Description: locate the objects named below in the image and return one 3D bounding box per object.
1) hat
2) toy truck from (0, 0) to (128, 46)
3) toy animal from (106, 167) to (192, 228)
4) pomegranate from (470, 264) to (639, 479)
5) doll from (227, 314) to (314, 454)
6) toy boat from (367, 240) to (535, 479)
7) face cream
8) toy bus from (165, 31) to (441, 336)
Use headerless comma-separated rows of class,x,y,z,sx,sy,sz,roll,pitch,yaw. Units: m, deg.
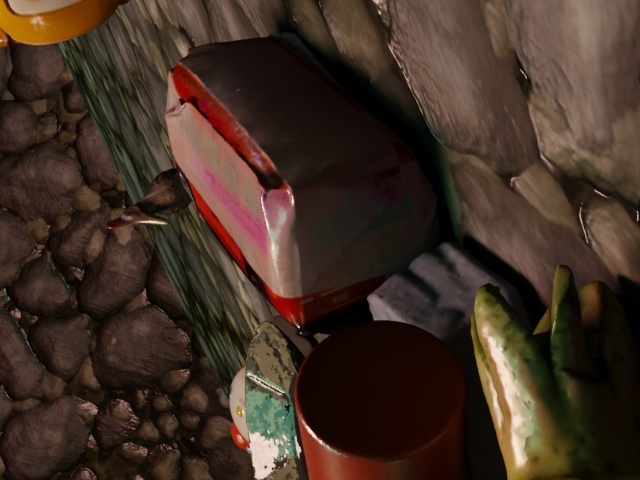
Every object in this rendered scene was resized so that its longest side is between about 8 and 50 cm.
hat,0.010,0.203,1.179,0.265,0.128,0.265,168,90,-69
toy truck,-0.352,-0.386,1.328,0.288,0.204,0.211,64,165,8
toy animal,-0.173,-0.058,1.346,0.105,0.202,0.070,-4,115,52
pomegranate,0.124,0.166,0.508,0.236,0.236,0.301,88,176,-61
doll,-0.054,0.226,1.469,0.161,0.130,0.290,48,146,35
toy boat,0.113,0.138,0.754,0.127,0.078,0.282,39,151,56
face cream,0.042,0.148,0.673,0.096,0.096,0.214,54,162,39
toy bus,-0.026,-0.052,0.838,0.302,0.128,0.147,-130,24,-53
